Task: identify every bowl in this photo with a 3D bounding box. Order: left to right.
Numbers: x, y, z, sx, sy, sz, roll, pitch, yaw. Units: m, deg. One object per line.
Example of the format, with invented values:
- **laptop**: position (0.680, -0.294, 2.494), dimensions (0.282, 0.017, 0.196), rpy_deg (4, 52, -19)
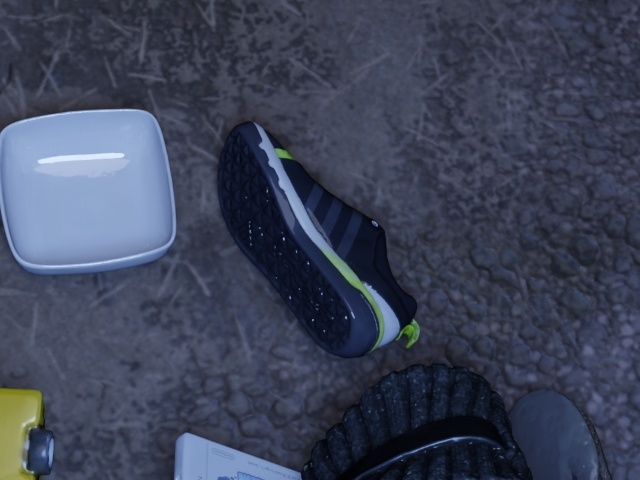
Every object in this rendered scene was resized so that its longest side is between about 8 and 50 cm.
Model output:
- **bowl**: position (-0.195, -0.034, 1.531), dimensions (0.142, 0.053, 0.142), rpy_deg (-6, 66, -10)

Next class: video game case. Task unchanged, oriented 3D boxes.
- **video game case**: position (-0.042, 0.230, 1.389), dimensions (0.157, 0.019, 0.143), rpy_deg (23, 45, -28)

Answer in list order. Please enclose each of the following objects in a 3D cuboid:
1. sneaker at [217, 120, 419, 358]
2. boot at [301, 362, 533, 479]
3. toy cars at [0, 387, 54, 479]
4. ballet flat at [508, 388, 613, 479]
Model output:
- **sneaker**: position (0.000, 0.000, 1.540), dimensions (0.097, 0.084, 0.234), rpy_deg (-16, 67, -40)
- **boot**: position (0.003, 0.228, 1.298), dimensions (0.348, 0.131, 0.260), rpy_deg (-18, 26, -7)
- **toy cars**: position (-0.187, 0.286, 1.369), dimensions (0.176, 0.087, 0.393), rpy_deg (-37, 78, -8)
- **ballet flat**: position (0.214, 0.234, 1.458), dimensions (0.084, 0.058, 0.250), rpy_deg (-32, 62, 18)
